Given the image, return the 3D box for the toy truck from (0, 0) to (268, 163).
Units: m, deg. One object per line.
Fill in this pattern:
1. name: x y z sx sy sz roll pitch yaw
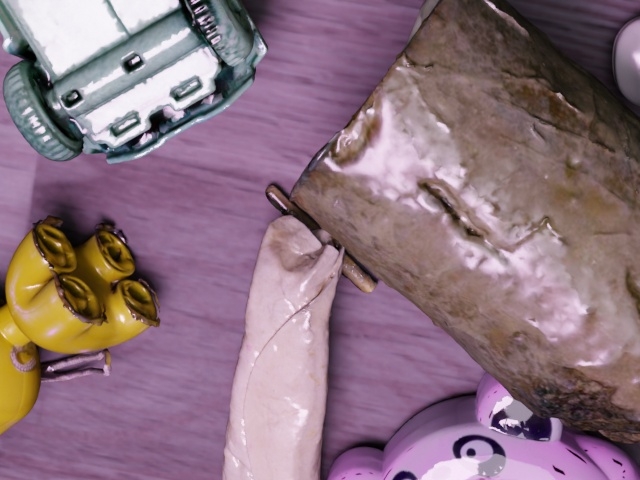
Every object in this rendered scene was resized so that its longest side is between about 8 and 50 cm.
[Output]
1. toy truck: -0.155 -0.189 0.914 0.155 0.156 0.279 -29 104 11

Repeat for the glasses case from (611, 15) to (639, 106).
1. glasses case: 0.276 -0.123 0.971 0.164 0.041 0.063 -4 104 6

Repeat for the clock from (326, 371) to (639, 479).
1. clock: 0.137 0.227 1.068 0.227 0.090 0.248 -32 102 12

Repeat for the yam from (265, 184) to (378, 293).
1. yam: 0.000 0.000 1.040 0.107 0.014 0.014 44 105 -10

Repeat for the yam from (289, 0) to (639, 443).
1. yam: 0.140 -0.012 0.937 0.300 0.195 0.195 40 105 -9

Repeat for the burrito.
1. burrito: -0.025 0.117 1.048 0.082 0.059 0.275 17 113 21

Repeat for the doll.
1. doll: -0.231 0.077 1.032 0.221 0.135 0.143 -39 69 19
